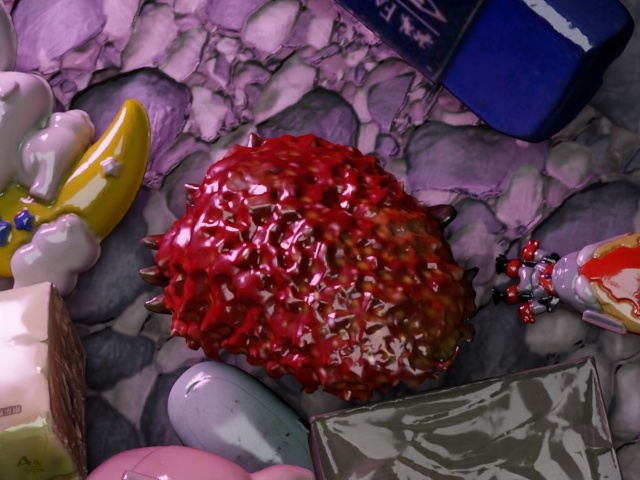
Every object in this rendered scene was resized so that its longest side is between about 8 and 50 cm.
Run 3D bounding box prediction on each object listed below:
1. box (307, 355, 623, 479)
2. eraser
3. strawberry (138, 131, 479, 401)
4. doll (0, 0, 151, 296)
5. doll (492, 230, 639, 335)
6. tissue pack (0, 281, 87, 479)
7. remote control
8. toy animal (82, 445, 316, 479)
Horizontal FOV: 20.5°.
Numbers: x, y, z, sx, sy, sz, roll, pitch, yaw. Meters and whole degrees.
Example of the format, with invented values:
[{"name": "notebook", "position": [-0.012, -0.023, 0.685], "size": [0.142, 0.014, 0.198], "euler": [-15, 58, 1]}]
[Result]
[{"name": "box", "position": [0.116, 0.198, 1.423], "size": [0.231, 0.149, 0.155], "euler": [-11, 78, -3]}, {"name": "eraser", "position": [0.101, -0.231, 1.521], "size": [0.332, 0.155, 0.101], "euler": [42, 45, 13]}, {"name": "strawberry", "position": [0.000, 0.000, 1.438], "size": [0.306, 0.138, 0.233], "euler": [16, 52, 43]}, {"name": "doll", "position": [-0.277, -0.075, 1.571], "size": [0.237, 0.111, 0.252], "euler": [27, 93, 14]}, {"name": "doll", "position": [0.233, 0.036, 1.505], "size": [0.169, 0.057, 0.109], "euler": [-2, 62, 21]}, {"name": "tissue pack", "position": [-0.320, 0.143, 1.505], "size": [0.234, 0.125, 0.159], "euler": [-11, 50, 5]}, {"name": "remote control", "position": [-0.029, 0.201, 1.515], "size": [0.256, 0.045, 0.097], "euler": [40, 86, 9]}, {"name": "toy animal", "position": [-0.136, 0.244, 1.434], "size": [0.250, 0.166, 0.154], "euler": [-29, 85, 45]}]
